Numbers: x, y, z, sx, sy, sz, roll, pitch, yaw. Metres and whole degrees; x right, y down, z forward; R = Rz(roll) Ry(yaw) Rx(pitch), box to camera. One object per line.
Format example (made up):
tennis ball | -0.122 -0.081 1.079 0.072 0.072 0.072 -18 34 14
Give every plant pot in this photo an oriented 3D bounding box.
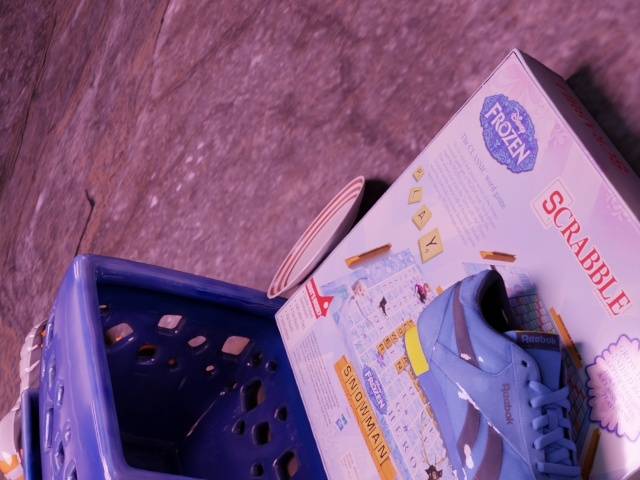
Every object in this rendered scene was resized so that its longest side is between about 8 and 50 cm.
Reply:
plant pot | -0.135 0.180 0.850 0.212 0.236 0.236 -52 39 32

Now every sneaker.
sneaker | -0.244 0.154 1.104 0.180 0.124 0.321 -29 26 6
sneaker | 0.118 0.104 0.576 0.082 0.069 0.209 -45 44 25

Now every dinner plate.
dinner plate | 0.000 0.000 0.887 0.141 0.017 0.141 -49 10 12

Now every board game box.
board game box | 0.117 0.078 0.702 0.318 0.066 0.318 -48 42 27
